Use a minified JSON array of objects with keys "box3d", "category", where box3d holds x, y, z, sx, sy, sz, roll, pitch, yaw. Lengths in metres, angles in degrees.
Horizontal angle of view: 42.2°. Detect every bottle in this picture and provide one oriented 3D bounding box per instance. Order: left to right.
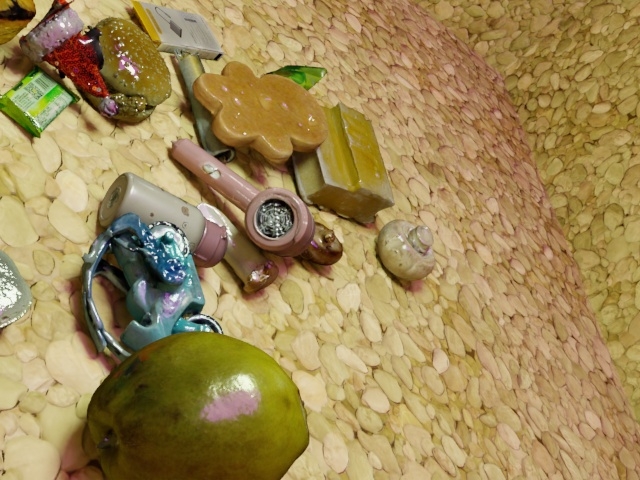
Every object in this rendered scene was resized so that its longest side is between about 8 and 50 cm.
[{"box3d":[-0.272,-0.026,1.490,0.233,0.110,0.110,30,36,-33],"category":"bottle"}]

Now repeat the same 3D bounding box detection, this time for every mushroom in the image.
[{"box3d":[-0.173,0.014,1.624,0.209,0.071,0.084,47,63,0],"category":"mushroom"},{"box3d":[-0.005,0.007,1.836,0.126,0.085,0.109,27,3,-32],"category":"mushroom"},{"box3d":[0.219,0.020,2.077,0.166,0.127,0.166,27,38,-23],"category":"mushroom"}]

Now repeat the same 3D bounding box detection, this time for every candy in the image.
[{"box3d":[-0.508,-0.254,1.498,0.102,0.032,0.178,44,29,-18],"category":"candy"},{"box3d":[-0.093,-0.403,2.146,0.246,0.149,0.069,-40,133,-58],"category":"candy"}]

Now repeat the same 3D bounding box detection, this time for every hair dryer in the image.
[{"box3d":[-0.171,-0.099,1.666,0.352,0.125,0.210,35,-1,6],"category":"hair dryer"}]

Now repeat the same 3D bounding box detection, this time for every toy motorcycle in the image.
[{"box3d":[-0.280,0.088,1.337,0.206,0.154,0.260,-10,67,-31],"category":"toy motorcycle"}]

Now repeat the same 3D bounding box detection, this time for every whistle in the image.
[{"box3d":[-0.262,-0.310,1.860,0.068,0.057,0.327,12,47,-47],"category":"whistle"}]

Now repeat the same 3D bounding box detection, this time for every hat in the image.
[{"box3d":[-0.443,-0.329,1.533,0.227,0.140,0.129,51,11,-12],"category":"hat"}]

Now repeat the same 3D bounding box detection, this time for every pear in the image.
[{"box3d":[-0.167,0.257,1.189,0.321,0.269,0.269,-2,57,-35],"category":"pear"}]

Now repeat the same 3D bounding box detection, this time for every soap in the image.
[{"box3d":[0.041,-0.202,2.078,0.259,0.143,0.281,14,51,-40],"category":"soap"}]

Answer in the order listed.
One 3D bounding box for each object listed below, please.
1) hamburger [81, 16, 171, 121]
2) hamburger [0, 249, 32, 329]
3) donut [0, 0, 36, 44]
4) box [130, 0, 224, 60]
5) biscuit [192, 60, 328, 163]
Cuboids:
[{"box3d":[-0.386,-0.338,1.664,0.189,0.122,0.215,0,59,-56],"category":"hamburger"},{"box3d":[-0.478,0.067,1.160,0.133,0.062,0.140,-16,72,-54],"category":"hamburger"},{"box3d":[-0.618,-0.445,1.438,0.253,0.118,0.253,44,14,-14],"category":"donut"},{"box3d":[-0.345,-0.500,1.981,0.247,0.033,0.129,-6,62,-55],"category":"box"},{"box3d":[-0.126,-0.290,1.885,0.355,0.052,0.275,-11,65,-49],"category":"biscuit"}]
